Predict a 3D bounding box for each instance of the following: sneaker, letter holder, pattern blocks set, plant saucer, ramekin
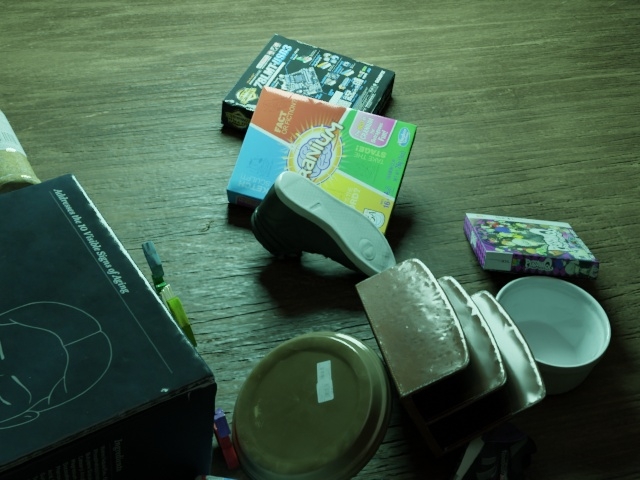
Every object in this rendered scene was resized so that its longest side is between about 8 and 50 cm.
[{"bbox_3d":[0.000,0.000,2.020,0.296,0.147,0.104,36,44,-18],"label":"sneaker"},{"bbox_3d":[0.210,0.159,1.752,0.214,0.152,0.302,-27,34,4],"label":"letter holder"},{"bbox_3d":[-0.207,0.172,1.686,0.026,0.285,0.325,-21,57,-11],"label":"pattern blocks set"},{"bbox_3d":[-0.022,0.260,1.697,0.278,0.041,0.278,-14,53,20],"label":"plant saucer"},{"bbox_3d":[0.391,0.172,1.905,0.207,0.109,0.207,5,46,-5],"label":"ramekin"},{"bbox_3d":[0.256,0.385,1.681,0.124,0.107,0.283,28,48,9],"label":"sneaker"}]

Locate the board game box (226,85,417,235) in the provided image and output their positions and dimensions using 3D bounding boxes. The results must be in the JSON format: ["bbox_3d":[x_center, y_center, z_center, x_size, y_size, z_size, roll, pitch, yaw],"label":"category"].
[{"bbox_3d":[0.004,-0.148,2.120,0.316,0.064,0.242,15,70,6],"label":"board game box"}]

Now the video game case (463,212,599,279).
[{"bbox_3d":[0.389,0.009,2.043,0.210,0.042,0.232,5,19,-3],"label":"video game case"}]

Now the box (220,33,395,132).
[{"bbox_3d":[-0.022,-0.307,2.324,0.293,0.073,0.295,18,43,11],"label":"box"}]

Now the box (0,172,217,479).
[{"bbox_3d":[-0.473,0.207,1.591,0.471,0.297,0.480,-22,53,-26],"label":"box"}]

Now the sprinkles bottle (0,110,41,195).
[{"bbox_3d":[-0.638,-0.184,2.069,0.121,0.121,0.355,-18,51,-25],"label":"sprinkles bottle"}]

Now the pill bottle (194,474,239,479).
[{"bbox_3d":[-0.082,0.416,1.574,0.221,0.124,0.124,9,45,0],"label":"pill bottle"}]
